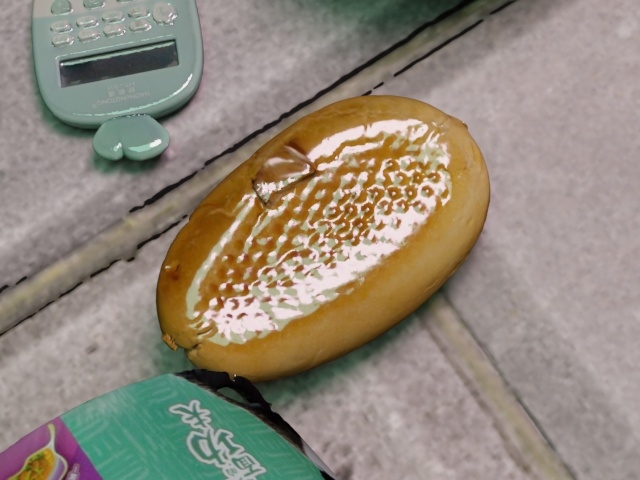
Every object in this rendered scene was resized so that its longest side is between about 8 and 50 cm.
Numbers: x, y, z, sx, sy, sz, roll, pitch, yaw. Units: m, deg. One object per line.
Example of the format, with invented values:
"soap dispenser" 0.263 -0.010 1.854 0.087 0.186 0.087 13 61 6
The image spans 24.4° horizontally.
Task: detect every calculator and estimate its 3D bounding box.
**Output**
"calculator" -0.114 -0.112 0.828 0.095 0.021 0.153 -11 71 1

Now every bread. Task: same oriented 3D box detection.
"bread" 0.000 0.000 0.756 0.189 0.077 0.114 -35 93 -7

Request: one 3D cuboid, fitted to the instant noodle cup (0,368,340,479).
"instant noodle cup" -0.056 0.185 0.627 0.251 0.251 0.190 -35 64 -6
